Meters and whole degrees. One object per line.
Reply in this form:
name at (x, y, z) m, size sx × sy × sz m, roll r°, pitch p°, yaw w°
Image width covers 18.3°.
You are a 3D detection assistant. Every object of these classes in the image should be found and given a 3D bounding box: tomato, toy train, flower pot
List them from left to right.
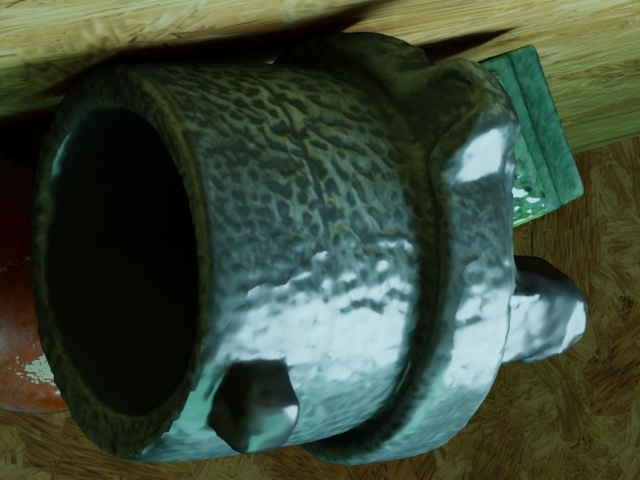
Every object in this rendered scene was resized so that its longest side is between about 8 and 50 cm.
tomato at (-0.200, 0.016, 1.403) m, size 0.208 × 0.208 × 0.184 m, roll -13°, pitch 134°, yaw 14°
flower pot at (0.000, 0.000, 1.237) m, size 0.282 × 0.299 × 0.299 m, roll -2°, pitch 172°, yaw -34°
toy train at (0.049, -0.039, 1.532) m, size 0.299 × 0.167 × 0.238 m, roll -22°, pitch -175°, yaw -17°
